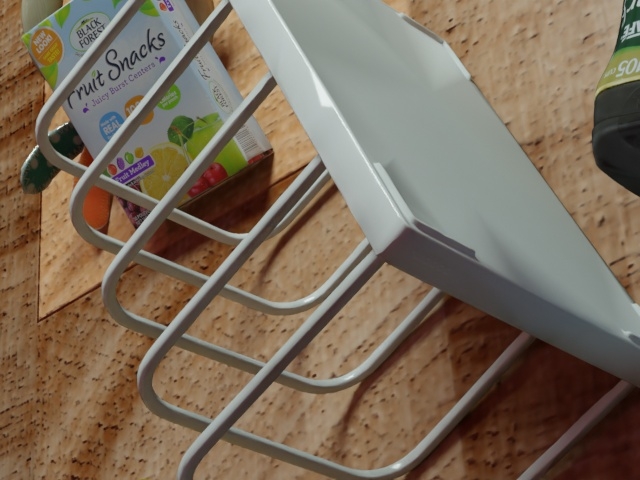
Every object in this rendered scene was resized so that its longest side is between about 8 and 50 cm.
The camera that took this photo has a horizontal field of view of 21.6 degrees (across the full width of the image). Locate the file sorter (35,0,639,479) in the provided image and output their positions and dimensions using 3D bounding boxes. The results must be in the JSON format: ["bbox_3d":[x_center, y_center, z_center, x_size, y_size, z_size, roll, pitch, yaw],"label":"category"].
[{"bbox_3d":[0.000,0.000,0.819,0.173,0.193,0.277,-49,42,18],"label":"file sorter"}]

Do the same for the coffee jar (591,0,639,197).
[{"bbox_3d":[0.183,-0.111,0.776,0.096,0.079,0.184,-7,64,44],"label":"coffee jar"}]

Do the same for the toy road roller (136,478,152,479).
[{"bbox_3d":[-0.054,0.268,0.759,0.202,0.241,0.329,-59,4,2],"label":"toy road roller"}]

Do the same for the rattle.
[{"bbox_3d":[-0.139,-0.125,1.133,0.143,0.130,0.199,-121,34,-64],"label":"rattle"}]

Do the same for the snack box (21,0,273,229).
[{"bbox_3d":[-0.107,-0.090,1.031,0.100,0.037,0.141,-28,94,32],"label":"snack box"}]
